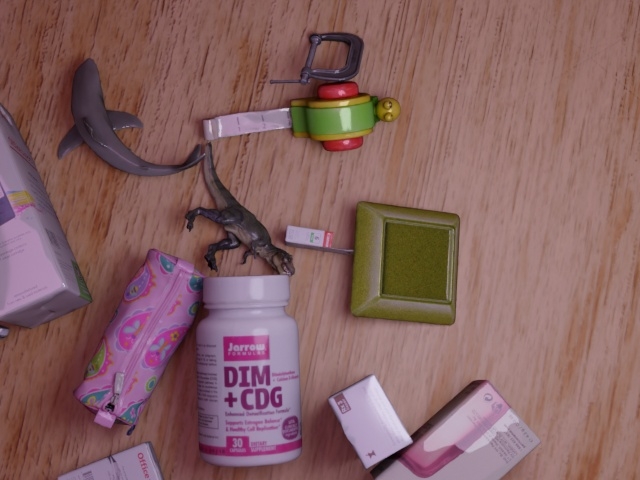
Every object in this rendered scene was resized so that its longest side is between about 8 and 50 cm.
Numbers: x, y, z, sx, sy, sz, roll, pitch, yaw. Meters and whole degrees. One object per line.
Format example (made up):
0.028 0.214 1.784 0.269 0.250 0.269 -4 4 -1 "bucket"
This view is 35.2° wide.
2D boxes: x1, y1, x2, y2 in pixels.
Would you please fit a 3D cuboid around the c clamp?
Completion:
0.002 -0.306 1.683 0.137 0.022 0.161 8 44 12 "c clamp"

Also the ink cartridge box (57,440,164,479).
-0.322 0.395 1.595 0.150 0.063 0.109 -21 82 -4 "ink cartridge box"

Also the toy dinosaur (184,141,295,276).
-0.154 -0.025 1.660 0.118 0.064 0.268 -33 80 -21 "toy dinosaur"

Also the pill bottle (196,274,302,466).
-0.111 0.196 1.563 0.160 0.160 0.283 -2 88 -1 "pill bottle"

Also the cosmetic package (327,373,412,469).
0.072 0.270 1.532 0.085 0.231 0.117 -29 84 -5 "cosmetic package"

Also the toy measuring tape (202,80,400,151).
-0.030 -0.196 1.651 0.330 0.121 0.121 -7 82 -2 "toy measuring tape"

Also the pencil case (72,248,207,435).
-0.283 0.157 1.601 0.124 0.124 0.284 27 81 3 "pencil case"

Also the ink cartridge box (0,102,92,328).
-0.495 -0.049 1.584 0.119 0.207 0.353 -24 82 -5 "ink cartridge box"

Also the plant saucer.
0.148 0.036 1.631 0.188 0.045 0.188 7 82 -19 "plant saucer"

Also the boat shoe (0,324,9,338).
-0.575 0.149 1.639 0.142 0.049 0.040 7 88 7 "boat shoe"

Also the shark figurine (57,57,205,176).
-0.333 -0.165 1.652 0.278 0.116 0.166 38 85 7 "shark figurine"

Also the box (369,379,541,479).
0.204 0.337 1.566 0.232 0.148 0.127 -40 84 -6 "box"

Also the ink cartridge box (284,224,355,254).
0.000 0.000 1.655 0.115 0.063 0.029 8 83 -1 "ink cartridge box"
